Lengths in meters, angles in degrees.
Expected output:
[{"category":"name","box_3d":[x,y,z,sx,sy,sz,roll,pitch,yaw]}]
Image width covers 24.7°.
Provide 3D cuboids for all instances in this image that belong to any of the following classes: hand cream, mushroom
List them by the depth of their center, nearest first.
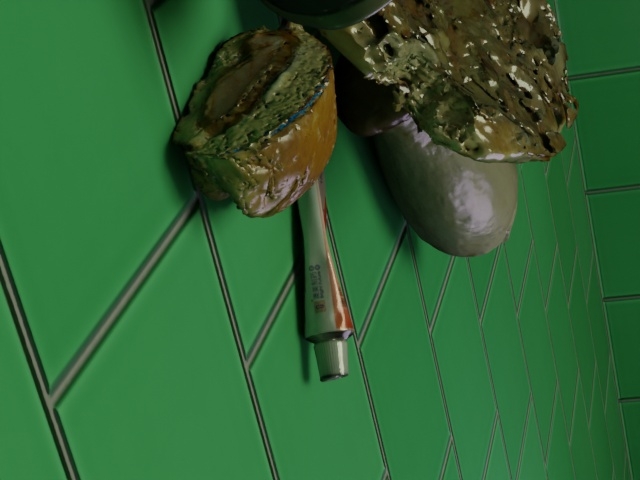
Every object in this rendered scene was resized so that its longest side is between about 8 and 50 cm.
[{"category":"hand cream","box_3d":[-0.001,0.000,1.113,0.052,0.038,0.216,122,-37,-72]},{"category":"mushroom","box_3d":[0.106,-0.086,1.343,0.350,0.128,0.128,46,41,-59]}]

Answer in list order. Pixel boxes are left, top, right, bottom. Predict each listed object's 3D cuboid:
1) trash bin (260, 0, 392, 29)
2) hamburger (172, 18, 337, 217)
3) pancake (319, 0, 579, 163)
[{"category":"trash bin","box_3d":[-0.004,-0.278,0.891,0.209,0.182,0.290,47,35,-29]},{"category":"hamburger","box_3d":[-0.027,-0.065,0.947,0.176,0.087,0.102,-76,153,-55]},{"category":"pancake","box_3d":[0.076,-0.214,1.151,0.382,0.071,0.382,36,36,-31]}]
